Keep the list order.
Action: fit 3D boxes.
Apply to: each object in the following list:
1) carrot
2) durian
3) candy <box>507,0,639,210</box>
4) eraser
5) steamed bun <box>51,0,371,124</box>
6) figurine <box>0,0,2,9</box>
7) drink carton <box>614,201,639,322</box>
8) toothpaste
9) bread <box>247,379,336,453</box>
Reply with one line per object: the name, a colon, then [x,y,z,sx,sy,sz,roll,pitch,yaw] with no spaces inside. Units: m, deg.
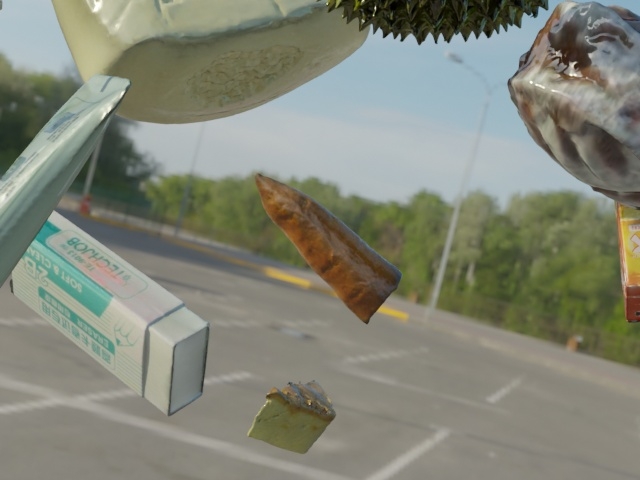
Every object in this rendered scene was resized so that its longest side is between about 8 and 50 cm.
carrot: [0.000,0.000,1.409,0.205,0.072,0.072,43,-9,-14]
durian: [0.131,-0.325,1.497,0.356,0.169,0.157,5,-17,14]
candy: [0.310,-0.114,1.258,0.289,0.157,0.214,31,5,-36]
eraser: [-0.202,0.064,1.213,0.225,0.095,0.052,33,43,27]
steamed bun: [-0.182,-0.375,1.975,0.456,0.371,0.290,-14,-23,-20]
figurine: [-0.333,-0.216,1.126,0.109,0.064,0.047,2,14,-18]
drink carton: [0.425,0.000,1.629,0.096,0.223,0.071,-3,-48,11]
toothpaste: [-0.172,0.000,0.677,0.041,0.218,0.064,40,-10,-27]
bread: [-0.051,0.212,1.611,0.109,0.084,0.080,24,15,-34]
